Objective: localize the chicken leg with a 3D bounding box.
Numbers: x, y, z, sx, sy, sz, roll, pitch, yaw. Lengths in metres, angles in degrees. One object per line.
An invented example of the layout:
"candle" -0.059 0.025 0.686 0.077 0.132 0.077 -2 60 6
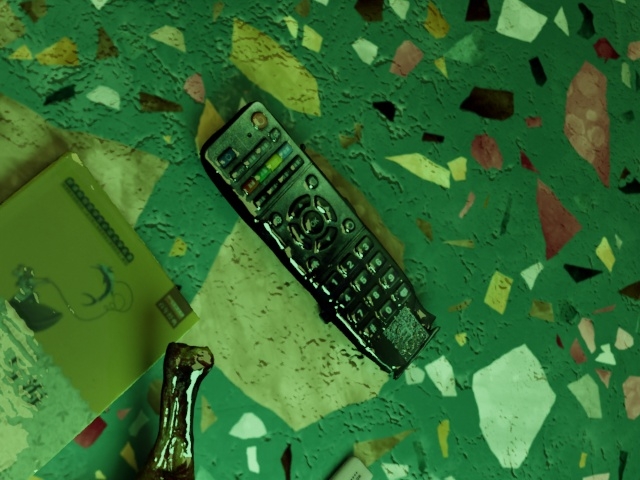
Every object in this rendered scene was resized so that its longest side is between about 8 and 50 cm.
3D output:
"chicken leg" -0.210 0.312 1.753 0.158 0.096 0.407 36 74 -41

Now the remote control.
"remote control" 0.000 0.000 1.987 0.399 0.062 0.144 50 58 -12

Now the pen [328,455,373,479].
"pen" -0.002 0.356 1.932 0.053 0.032 0.197 49 58 -15

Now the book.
"book" -0.347 0.109 1.762 0.389 0.032 0.269 -44 105 -30
